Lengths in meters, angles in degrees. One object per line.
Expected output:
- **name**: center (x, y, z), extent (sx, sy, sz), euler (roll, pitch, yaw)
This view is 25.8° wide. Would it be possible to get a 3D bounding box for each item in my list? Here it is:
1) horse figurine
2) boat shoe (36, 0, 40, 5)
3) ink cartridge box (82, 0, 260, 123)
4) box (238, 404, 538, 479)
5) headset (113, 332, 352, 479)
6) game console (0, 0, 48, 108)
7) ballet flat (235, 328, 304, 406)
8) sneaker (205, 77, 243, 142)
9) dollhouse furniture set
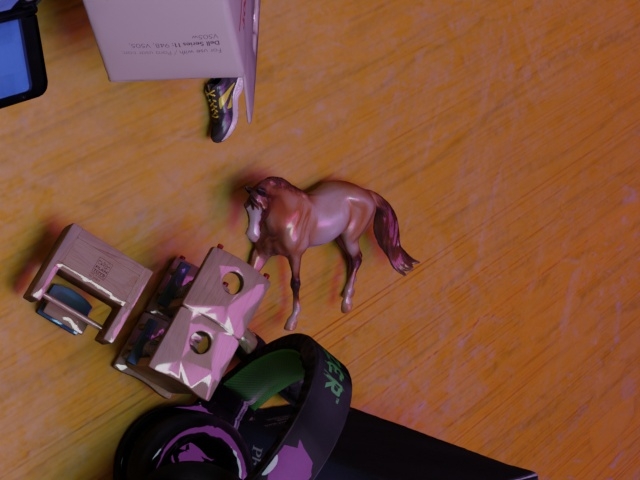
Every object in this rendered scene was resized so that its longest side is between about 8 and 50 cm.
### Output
- **horse figurine**: center (0.000, 0.000, 1.475), extent (0.263, 0.066, 0.174), euler (-13, 116, -43)
- **boat shoe**: center (-0.288, -0.183, 1.093), extent (0.112, 0.096, 0.335), euler (37, 68, -44)
- **ink cartridge box**: center (-0.125, -0.266, 1.099), extent (0.353, 0.119, 0.207), euler (80, 9, -58)
- **box**: center (0.040, 0.347, 1.445), extent (0.183, 0.294, 0.296), euler (-3, 103, -48)
- **headset**: center (-0.107, 0.264, 1.310), extent (0.394, 0.243, 0.185), euler (-44, 108, 7)
- **game console**: center (-0.241, -0.146, 1.027), extent (0.122, 0.107, 0.071), euler (-26, 86, -43)
- **ballet flat**: center (-0.050, 0.122, 1.455), extent (0.049, 0.057, 0.173), euler (-45, 143, -1)
- **sneaker**: center (-0.098, -0.137, 1.355), extent (0.035, 0.031, 0.083), euler (14, 86, -36)
- **dollhouse furniture set**: center (-0.167, 0.046, 1.283), extent (0.184, 0.129, 0.129), euler (33, 73, -17)
